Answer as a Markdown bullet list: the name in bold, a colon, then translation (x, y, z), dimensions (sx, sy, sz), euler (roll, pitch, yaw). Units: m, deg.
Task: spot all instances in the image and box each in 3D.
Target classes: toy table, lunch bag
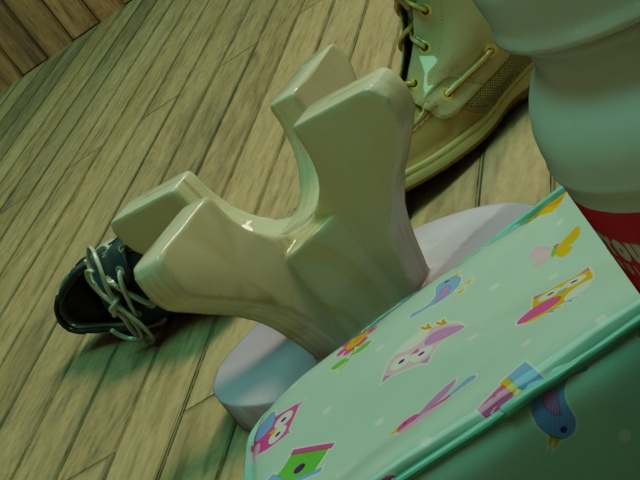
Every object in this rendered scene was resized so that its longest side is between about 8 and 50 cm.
- **toy table**: translation (0.000, 0.000, 1.126), dimensions (0.274, 0.161, 0.252), euler (-29, 19, 31)
- **lunch bag**: translation (0.098, 0.073, 0.821), dimensions (0.279, 0.108, 0.224), euler (-35, 14, 7)

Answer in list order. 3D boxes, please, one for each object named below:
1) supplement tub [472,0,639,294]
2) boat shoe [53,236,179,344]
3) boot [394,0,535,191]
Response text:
- **supplement tub**: translation (0.192, -0.027, 0.604), dimensions (0.191, 0.272, 0.191), euler (-34, 17, 12)
- **boat shoe**: translation (-0.153, 0.033, 1.460), dimensions (0.079, 0.095, 0.254), euler (-44, 16, -25)
- **boot**: translation (0.068, -0.166, 1.343), dimensions (0.262, 0.203, 0.095), euler (-40, 16, -12)
